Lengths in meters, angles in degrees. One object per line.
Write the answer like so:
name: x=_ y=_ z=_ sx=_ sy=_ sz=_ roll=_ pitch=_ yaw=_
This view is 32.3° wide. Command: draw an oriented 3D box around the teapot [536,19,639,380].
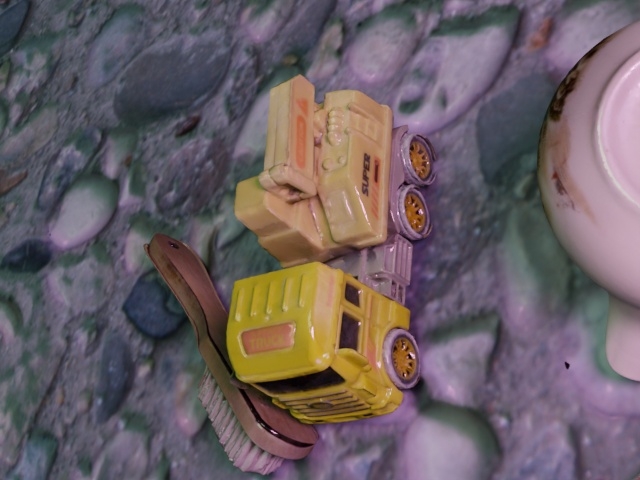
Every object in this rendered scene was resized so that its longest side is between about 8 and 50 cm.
teapot: x=0.250 y=-0.058 z=0.718 sx=0.204 sy=0.139 sz=0.298 roll=22 pitch=79 yaw=20

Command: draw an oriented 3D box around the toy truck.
toy truck: x=0.000 y=0.000 z=0.898 sx=0.124 sy=0.157 sz=0.272 roll=-14 pitch=58 yaw=37

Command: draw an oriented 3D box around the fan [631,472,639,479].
fan: x=0.289 y=0.081 z=0.680 sx=0.282 sy=0.023 sz=0.057 roll=-47 pitch=52 yaw=12

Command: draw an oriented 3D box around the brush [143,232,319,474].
brush: x=-0.100 y=0.100 z=1.010 sx=0.065 sy=0.070 sz=0.327 roll=-57 pitch=40 yaw=17
